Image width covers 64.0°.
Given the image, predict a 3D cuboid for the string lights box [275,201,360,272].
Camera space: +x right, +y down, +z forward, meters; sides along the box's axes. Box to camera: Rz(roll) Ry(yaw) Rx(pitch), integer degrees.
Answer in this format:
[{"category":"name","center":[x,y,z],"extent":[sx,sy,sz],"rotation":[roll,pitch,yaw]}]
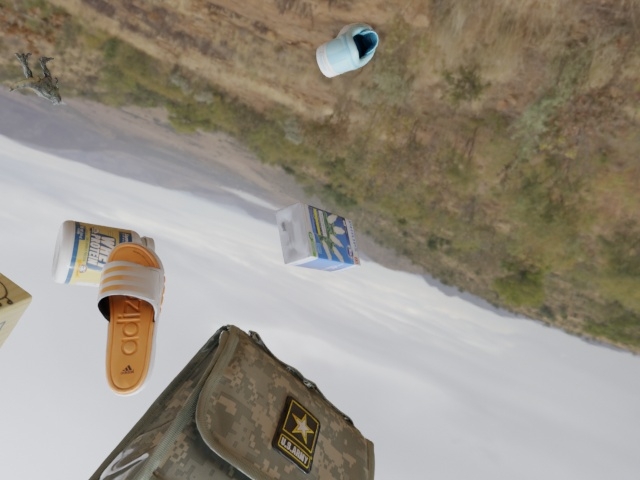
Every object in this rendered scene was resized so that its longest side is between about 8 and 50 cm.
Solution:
[{"category":"string lights box","center":[0.000,0.000,1.264],"extent":[0.076,0.134,0.259],"rotation":[-18,164,27]}]

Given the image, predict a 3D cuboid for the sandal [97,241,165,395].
[{"category":"sandal","center":[-0.310,0.112,0.832],"extent":[0.101,0.265,0.076],"rotation":[-7,154,-6]}]

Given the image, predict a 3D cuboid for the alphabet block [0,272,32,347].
[{"category":"alphabet block","center":[-0.814,0.168,1.135],"extent":[0.192,0.193,0.197],"rotation":[38,-171,-4]}]

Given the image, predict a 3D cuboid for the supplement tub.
[{"category":"supplement tub","center":[-0.501,0.037,1.186],"extent":[0.199,0.145,0.144],"rotation":[10,-175,-32]}]

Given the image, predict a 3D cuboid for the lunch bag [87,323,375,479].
[{"category":"lunch bag","center":[-0.087,0.258,0.521],"extent":[0.235,0.287,0.169],"rotation":[43,155,-16]}]

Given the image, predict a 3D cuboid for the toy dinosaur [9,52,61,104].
[{"category":"toy dinosaur","center":[-0.757,-0.436,1.371],"extent":[0.064,0.118,0.268],"rotation":[-7,-173,-1]}]

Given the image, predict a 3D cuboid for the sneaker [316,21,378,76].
[{"category":"sneaker","center":[0.127,-0.601,1.587],"extent":[0.150,0.366,0.135],"rotation":[-6,122,31]}]
